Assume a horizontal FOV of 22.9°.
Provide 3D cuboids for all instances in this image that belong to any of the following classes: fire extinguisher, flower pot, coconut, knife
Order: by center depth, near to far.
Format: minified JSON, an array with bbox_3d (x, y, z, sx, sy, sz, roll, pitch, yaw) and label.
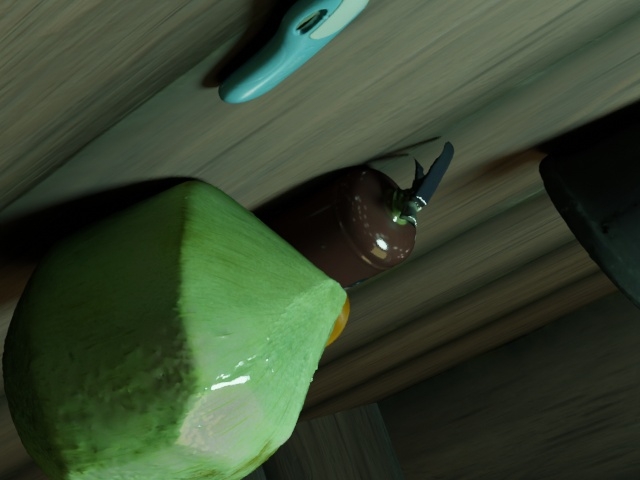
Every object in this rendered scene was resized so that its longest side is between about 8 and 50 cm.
[{"bbox_3d":[-0.023,-0.148,1.165,0.064,0.031,0.222,-19,173,-29],"label":"knife"},{"bbox_3d":[-0.130,0.095,1.495,0.328,0.281,0.328,-19,177,-1],"label":"coconut"},{"bbox_3d":[0.000,0.000,1.730,0.337,0.114,0.135,-26,-148,33],"label":"fire extinguisher"},{"bbox_3d":[0.470,-0.050,1.894,0.251,0.379,0.379,-48,159,20],"label":"flower pot"}]

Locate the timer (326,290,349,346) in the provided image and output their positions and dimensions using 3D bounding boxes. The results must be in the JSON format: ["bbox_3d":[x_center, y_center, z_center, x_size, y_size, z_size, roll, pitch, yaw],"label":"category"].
[{"bbox_3d":[-0.039,0.050,1.934,0.132,0.132,0.152,-20,145,-3],"label":"timer"}]
